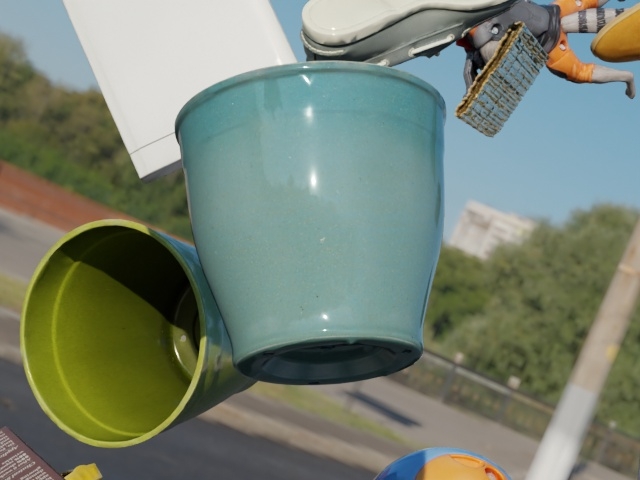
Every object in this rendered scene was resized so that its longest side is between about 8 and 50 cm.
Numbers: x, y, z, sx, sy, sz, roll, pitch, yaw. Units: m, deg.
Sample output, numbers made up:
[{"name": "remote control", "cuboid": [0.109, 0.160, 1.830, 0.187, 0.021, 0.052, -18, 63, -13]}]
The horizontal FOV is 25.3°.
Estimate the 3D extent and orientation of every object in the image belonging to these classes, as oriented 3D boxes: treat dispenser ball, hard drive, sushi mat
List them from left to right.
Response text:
[{"name": "hard drive", "cuboid": [-0.183, -0.277, 1.751, 0.047, 0.233, 0.353, 59, 7, -80]}, {"name": "treat dispenser ball", "cuboid": [0.195, 0.470, 2.247, 0.288, 0.288, 0.288, 24, -2, 1]}, {"name": "sushi mat", "cuboid": [0.258, -0.220, 2.003, 0.019, 0.151, 0.316, 35, 8, 13]}]

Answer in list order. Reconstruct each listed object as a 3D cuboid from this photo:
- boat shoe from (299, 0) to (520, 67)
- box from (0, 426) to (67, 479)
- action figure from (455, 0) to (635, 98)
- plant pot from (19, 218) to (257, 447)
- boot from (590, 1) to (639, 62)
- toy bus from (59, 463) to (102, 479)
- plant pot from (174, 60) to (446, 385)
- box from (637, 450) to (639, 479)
[{"name": "boat shoe", "cuboid": [0.119, -0.280, 1.794, 0.116, 0.319, 0.099, 53, -27, 37]}, {"name": "box", "cuboid": [-0.369, 0.376, 1.717, 0.381, 0.191, 0.143, 19, -44, 59]}, {"name": "action figure", "cuboid": [0.343, -0.385, 2.265, 0.330, 0.341, 0.178, 5, -9, -10]}, {"name": "plant pot", "cuboid": [-0.257, 0.154, 2.435, 0.366, 0.366, 0.353, 23, 9, 27]}, {"name": "boot", "cuboid": [0.510, -0.221, 1.794, 0.295, 0.211, 0.104, -20, -21, 7]}, {"name": "toy bus", "cuboid": [-0.385, 0.466, 2.101, 0.211, 0.220, 0.149, 53, 15, 9]}, {"name": "plant pot", "cuboid": [0.000, 0.000, 1.385, 0.272, 0.255, 0.271, -4, -19, -1]}, {"name": "box", "cuboid": [0.604, 0.316, 2.138, 0.168, 0.345, 0.215, -15, 40, -10]}]
